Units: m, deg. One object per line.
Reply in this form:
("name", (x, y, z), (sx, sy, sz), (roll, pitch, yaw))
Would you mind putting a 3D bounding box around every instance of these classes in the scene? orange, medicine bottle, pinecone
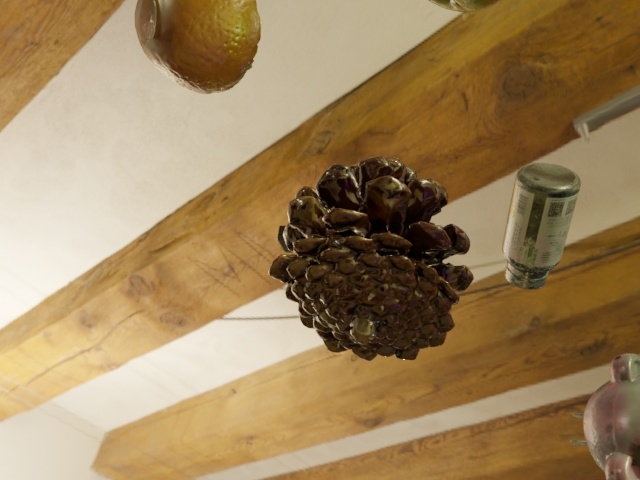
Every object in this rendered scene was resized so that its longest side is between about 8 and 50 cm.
("orange", (-0.267, -0.460, 1.223), (0.196, 0.335, 0.263), (14, -59, -42))
("medicine bottle", (0.512, -0.026, 1.404), (0.141, 0.141, 0.293), (4, -57, 7))
("pinecone", (0.063, 0.012, 0.753), (0.264, 0.264, 0.264), (5, -45, 6))

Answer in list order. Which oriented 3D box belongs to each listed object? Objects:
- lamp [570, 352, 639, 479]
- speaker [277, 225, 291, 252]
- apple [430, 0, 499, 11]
("lamp", (0.610, 0.365, 1.099), (0.301, 0.247, 0.247), (28, -25, -25))
("speaker", (0.000, 0.000, 1.582), (0.218, 0.044, 0.082), (2, -28, 14))
("apple", (0.237, -0.501, 0.968), (0.246, 0.246, 0.226), (23, -69, -12))
